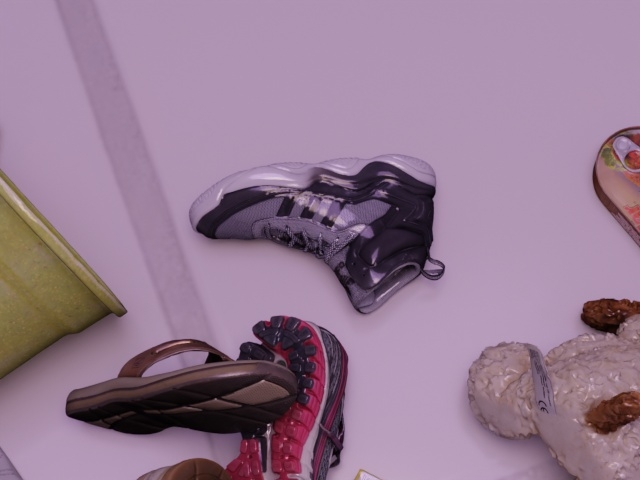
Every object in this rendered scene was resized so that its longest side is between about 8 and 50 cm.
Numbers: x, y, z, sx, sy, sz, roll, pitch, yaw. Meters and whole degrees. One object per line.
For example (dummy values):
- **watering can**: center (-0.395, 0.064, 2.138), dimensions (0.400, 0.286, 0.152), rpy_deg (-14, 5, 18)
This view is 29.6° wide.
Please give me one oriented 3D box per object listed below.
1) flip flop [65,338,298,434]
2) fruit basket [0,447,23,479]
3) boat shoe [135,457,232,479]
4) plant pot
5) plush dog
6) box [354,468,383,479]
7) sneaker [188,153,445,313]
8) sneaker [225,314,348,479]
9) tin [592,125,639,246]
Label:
- **flip flop**: center (-0.141, 0.137, 1.175), dimensions (0.277, 0.112, 0.080), rpy_deg (-14, 54, 42)
- **fruit basket**: center (-0.312, 0.322, 1.057), dimensions (0.353, 0.327, 0.165), rpy_deg (45, 103, 22)
- **boat shoe**: center (-0.101, 0.352, 1.110), dimensions (0.109, 0.098, 0.302), rpy_deg (-13, 83, -45)
- **plant pot**: center (-0.375, 0.053, 1.188), dimensions (0.254, 0.276, 0.276), rpy_deg (-43, 74, -8)
- **plush dog**: center (0.311, 0.151, 1.187), dimensions (0.225, 0.210, 0.262), rpy_deg (-27, 69, -33)
- **box**: center (0.044, 0.329, 1.188), dimensions (0.105, 0.043, 0.179), rpy_deg (27, 70, 9)
- **sneaker**: center (0.000, 0.000, 1.278), dimensions (0.269, 0.101, 0.153), rpy_deg (-8, 67, -4)
- **sneaker**: center (-0.029, 0.229, 1.196), dimensions (0.121, 0.112, 0.299), rpy_deg (8, 81, 32)
- **tin**: center (0.376, -0.040, 1.322), dimensions (0.106, 0.040, 0.189), rpy_deg (-32, 72, -14)
